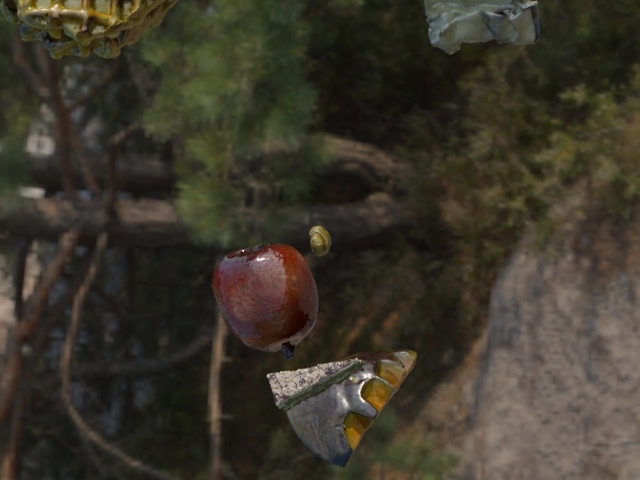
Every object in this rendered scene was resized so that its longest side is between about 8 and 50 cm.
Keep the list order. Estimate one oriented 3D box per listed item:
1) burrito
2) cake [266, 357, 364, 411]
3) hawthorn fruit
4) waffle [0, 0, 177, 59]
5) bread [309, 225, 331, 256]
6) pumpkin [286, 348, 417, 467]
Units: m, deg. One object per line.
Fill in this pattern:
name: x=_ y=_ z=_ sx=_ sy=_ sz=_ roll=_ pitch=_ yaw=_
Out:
burrito: x=0.198 y=-0.422 z=1.860 sx=0.107 sy=0.175 sz=0.348 roll=-103 pitch=-7 yaw=-68
cake: x=-0.004 y=0.196 z=1.826 sx=0.140 sy=0.051 sz=0.055 roll=-14 pitch=67 yaw=22
hawthorn fruit: x=-0.079 y=0.098 z=2.085 sx=0.169 sy=0.169 sz=0.188 roll=-16 pitch=89 yaw=61
waffle: x=-0.355 y=-0.434 z=2.111 sx=0.261 sy=0.324 sz=0.151 roll=51 pitch=173 yaw=14
bread: x=0.000 y=0.000 z=2.165 sx=0.088 sy=0.033 sz=0.049 roll=-12 pitch=-92 yaw=-87
pumpkin: x=0.043 y=0.212 z=2.025 sx=0.254 sy=0.149 sz=0.130 roll=-43 pitch=-23 yaw=-58
